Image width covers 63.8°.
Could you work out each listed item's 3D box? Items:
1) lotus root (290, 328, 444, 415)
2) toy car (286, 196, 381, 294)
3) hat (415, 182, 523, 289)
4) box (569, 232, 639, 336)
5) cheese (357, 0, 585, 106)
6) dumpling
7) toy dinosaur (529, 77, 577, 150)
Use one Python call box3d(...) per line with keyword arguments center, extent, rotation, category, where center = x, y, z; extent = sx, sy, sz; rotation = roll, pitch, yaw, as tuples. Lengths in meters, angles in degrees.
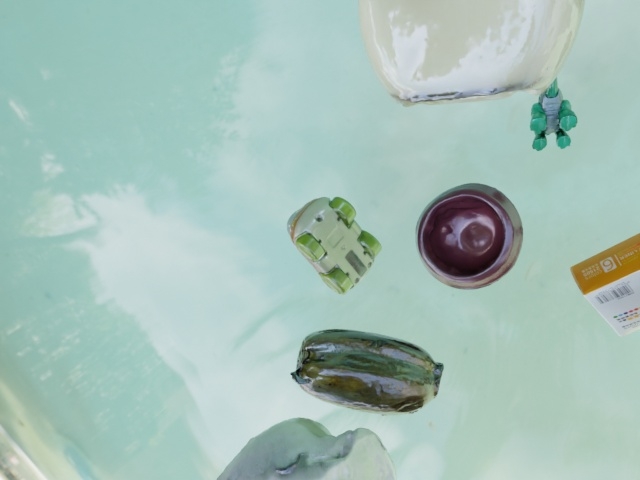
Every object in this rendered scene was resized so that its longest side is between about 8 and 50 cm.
box3d(center=(0.074, 0.211, 0.831), extent=(0.241, 0.124, 0.123), rotation=(11, 155, -2), category="lotus root")
box3d(center=(0.000, 0.000, 1.195), extent=(0.235, 0.145, 0.235), rotation=(37, 163, 13), category="toy car")
box3d(center=(0.280, -0.007, 0.973), extent=(0.205, 0.089, 0.205), rotation=(1, 93, 31), category="hat")
box3d(center=(0.707, 0.076, 1.079), extent=(0.274, 0.091, 0.221), rotation=(-32, 127, 28), category="box")
box3d(center=(0.178, -0.282, 0.632), extent=(0.266, 0.127, 0.233), rotation=(-1, 112, 28), category="cheese")
box3d(center=(-0.026, 0.347, 0.712), extent=(0.243, 0.175, 0.227), rotation=(-4, 140, 37), category="dumpling")
box3d(center=(0.321, -0.186, 0.724), extent=(0.059, 0.096, 0.132), rotation=(-3, 139, 17), category="toy dinosaur")
